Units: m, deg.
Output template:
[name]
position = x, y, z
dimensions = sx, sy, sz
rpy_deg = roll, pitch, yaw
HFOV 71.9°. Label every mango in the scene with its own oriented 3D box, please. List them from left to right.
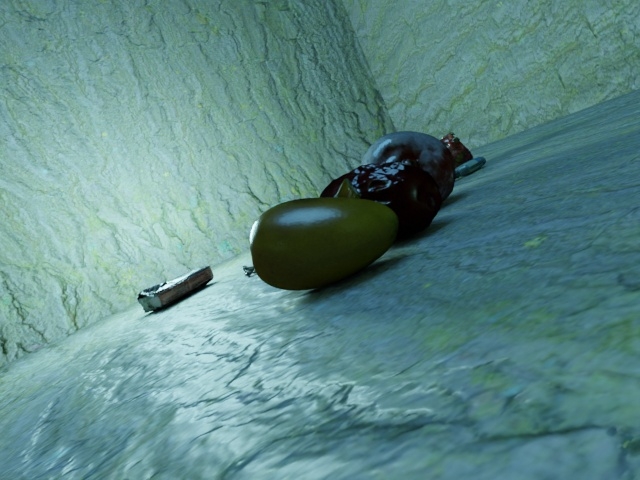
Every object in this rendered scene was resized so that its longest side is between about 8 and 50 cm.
[mango]
position = 0.000, 0.000, 1.055
dimensions = 0.378, 0.221, 0.264
rpy_deg = -12, 5, 22

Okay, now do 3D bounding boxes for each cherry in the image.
[cherry]
position = 0.284, -0.225, 1.536
dimensions = 0.327, 0.291, 0.335
rpy_deg = 8, -9, -26

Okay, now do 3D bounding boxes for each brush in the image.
[brush]
position = 0.018, -0.022, 1.222
dimensions = 0.020, 0.085, 0.336
rpy_deg = -8, -39, -38

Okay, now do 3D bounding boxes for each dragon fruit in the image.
[dragon fruit]
position = 0.658, -0.429, 2.171
dimensions = 0.147, 0.211, 0.282
rpy_deg = -33, -26, 17

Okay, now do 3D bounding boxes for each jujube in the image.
[jujube]
position = 0.155, -0.105, 1.256
dimensions = 0.258, 0.258, 0.377
rpy_deg = -28, 6, -31

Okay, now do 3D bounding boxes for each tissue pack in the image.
[tissue pack]
position = -0.725, 0.236, 2.222
dimensions = 0.245, 0.123, 0.332
rpy_deg = -22, 6, 44

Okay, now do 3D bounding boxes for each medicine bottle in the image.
[medicine bottle]
position = 0.669, -0.329, 2.037
dimensions = 0.209, 0.053, 0.090
rpy_deg = -28, 7, -27

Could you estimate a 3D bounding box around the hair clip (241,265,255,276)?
[hair clip]
position = -0.251, 0.103, 1.903
dimensions = 0.172, 0.049, 0.116
rpy_deg = -24, 10, -21
